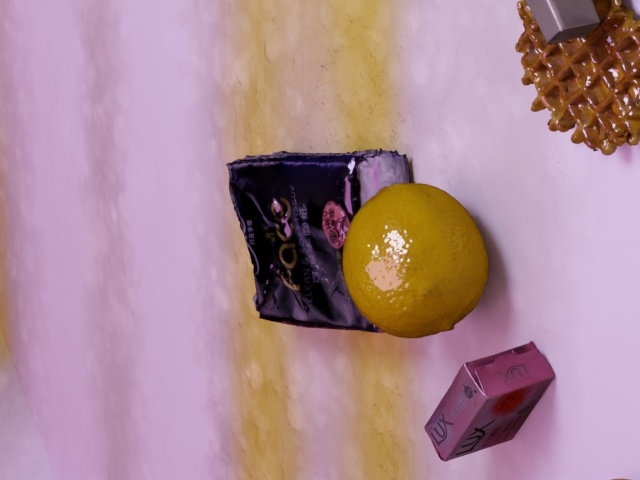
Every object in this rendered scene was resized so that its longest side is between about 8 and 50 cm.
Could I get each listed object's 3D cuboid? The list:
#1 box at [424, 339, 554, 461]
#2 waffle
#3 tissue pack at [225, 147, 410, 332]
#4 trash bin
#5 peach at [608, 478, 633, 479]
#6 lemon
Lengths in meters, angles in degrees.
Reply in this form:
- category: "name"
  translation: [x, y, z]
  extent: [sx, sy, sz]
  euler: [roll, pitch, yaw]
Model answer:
- category: "box"
  translation: [0.202, 0.194, 2.142]
  extent: [0.060, 0.111, 0.156]
  euler: [58, 146, 28]
- category: "waffle"
  translation: [0.289, -0.211, 1.904]
  extent: [0.228, 0.051, 0.231]
  euler: [29, 124, 51]
- category: "tissue pack"
  translation: [0.000, 0.000, 2.395]
  extent: [0.332, 0.123, 0.245]
  euler: [4, 102, 59]
- category: "trash bin"
  translation: [0.247, -0.256, 1.853]
  extent: [0.043, 0.061, 0.092]
  euler: [-45, 64, 57]
- category: "peach"
  translation: [0.340, 0.349, 1.977]
  extent: [0.179, 0.103, 0.179]
  euler: [29, 126, 49]
- category: "lemon"
  translation: [0.112, 0.022, 2.163]
  extent: [0.203, 0.178, 0.178]
  euler: [66, 148, 22]
